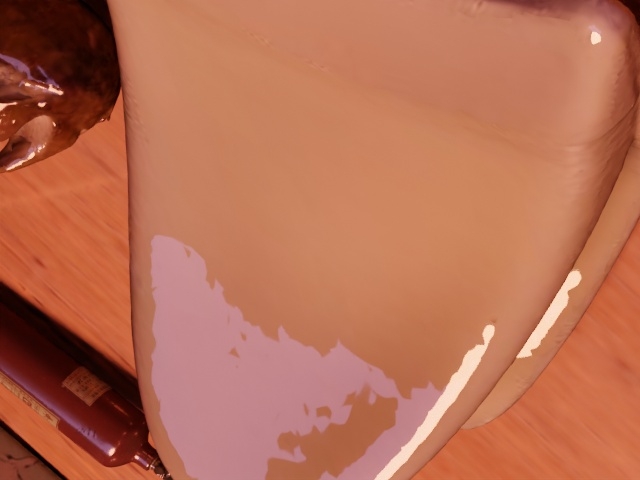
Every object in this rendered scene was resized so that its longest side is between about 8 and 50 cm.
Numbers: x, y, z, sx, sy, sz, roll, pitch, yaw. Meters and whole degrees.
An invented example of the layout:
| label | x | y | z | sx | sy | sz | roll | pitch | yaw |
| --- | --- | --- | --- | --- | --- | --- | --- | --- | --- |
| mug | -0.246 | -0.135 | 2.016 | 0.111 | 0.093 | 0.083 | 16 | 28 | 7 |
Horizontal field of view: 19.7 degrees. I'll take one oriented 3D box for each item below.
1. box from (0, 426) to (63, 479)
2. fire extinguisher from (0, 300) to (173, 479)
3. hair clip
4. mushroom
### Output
| label | x | y | z | sx | sy | sz | roll | pitch | yaw |
| --- | --- | --- | --- | --- | --- | --- | --- | --- | --- |
| box | -0.205 | 0.163 | 0.903 | 0.245 | 0.153 | 0.092 | 40 | 146 | -3 |
| fire extinguisher | -0.123 | 0.060 | 0.814 | 0.173 | 0.035 | 0.049 | 37 | 143 | 11 |
| hair clip | 0.010 | -0.015 | 0.543 | 0.172 | 0.113 | 0.282 | 27 | 139 | 19 |
| mushroom | -0.150 | -0.082 | 0.658 | 0.187 | 0.061 | 0.060 | 26 | 149 | 27 |
